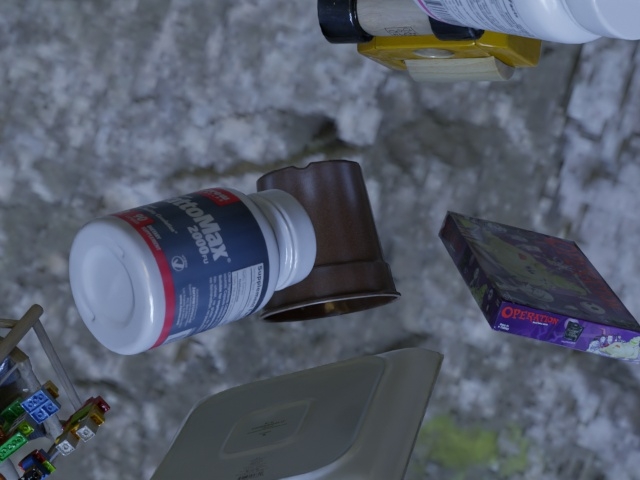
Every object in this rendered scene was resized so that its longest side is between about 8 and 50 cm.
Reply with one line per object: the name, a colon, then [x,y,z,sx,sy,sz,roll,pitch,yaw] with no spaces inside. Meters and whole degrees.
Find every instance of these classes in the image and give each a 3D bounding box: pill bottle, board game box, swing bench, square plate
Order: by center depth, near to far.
pill bottle: [-0.095,0.016,1.162,0.180,0.108,0.108,-18,128,-42]
pill bottle: [0.223,-0.284,1.490,0.160,0.283,0.160,-10,109,-33]
square plate: [-0.049,0.232,1.700,0.344,0.347,0.049,-60,131,-63]
swing bench: [-0.446,0.251,1.957,0.253,0.165,0.254,75,25,-48]
board game box: [0.296,0.056,2.028,0.347,0.208,0.056,-110,-140,-68]

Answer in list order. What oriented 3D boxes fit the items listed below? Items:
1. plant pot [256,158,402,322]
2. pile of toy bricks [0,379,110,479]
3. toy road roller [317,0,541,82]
plant pot: [0.000,0.000,1.713,0.167,0.167,0.165,20,60,-71]
pile of toy bricks: [-0.343,0.212,1.675,0.212,0.118,0.105,-35,-164,19]
toy road roller: [0.148,-0.345,1.876,0.329,0.202,0.240,19,75,-64]
